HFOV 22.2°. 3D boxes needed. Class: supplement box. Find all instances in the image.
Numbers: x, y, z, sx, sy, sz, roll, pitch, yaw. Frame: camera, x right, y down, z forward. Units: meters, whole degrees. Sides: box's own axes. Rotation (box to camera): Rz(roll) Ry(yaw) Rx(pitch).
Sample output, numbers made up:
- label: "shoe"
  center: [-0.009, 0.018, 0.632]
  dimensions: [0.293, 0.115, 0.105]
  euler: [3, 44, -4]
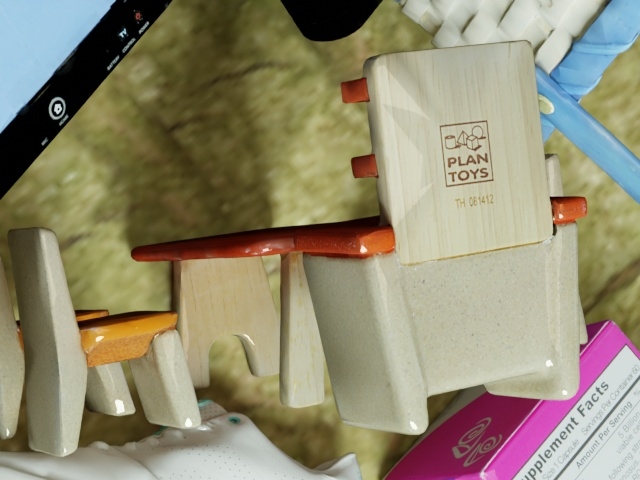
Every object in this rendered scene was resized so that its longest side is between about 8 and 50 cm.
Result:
- label: "supplement box"
  center: [0.154, 0.159, 0.816]
  dimensions: [0.114, 0.111, 0.220]
  euler: [-44, 98, -25]

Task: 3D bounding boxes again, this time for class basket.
- label: "basket"
  center: [0.188, -0.138, 0.844]
  dimensions: [0.289, 0.201, 0.255]
  euler: [38, 65, -2]

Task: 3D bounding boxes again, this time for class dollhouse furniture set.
- label: "dollhouse furniture set"
  center: [0.000, 0.000, 0.699]
  dimensions: [0.262, 0.259, 0.135]
  euler: [-9, 93, -28]

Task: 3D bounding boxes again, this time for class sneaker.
- label: "sneaker"
  center: [-0.072, 0.113, 0.753]
  dimensions: [0.212, 0.080, 0.094]
  euler: [18, 60, -28]

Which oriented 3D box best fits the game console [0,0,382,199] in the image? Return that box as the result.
- label: "game console"
  center: [-0.071, -0.126, 0.631]
  dimensions: [0.361, 0.044, 0.213]
  euler: [-53, 126, -27]
